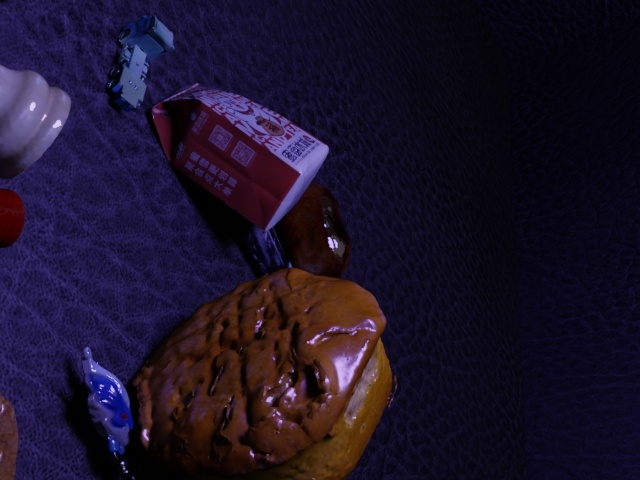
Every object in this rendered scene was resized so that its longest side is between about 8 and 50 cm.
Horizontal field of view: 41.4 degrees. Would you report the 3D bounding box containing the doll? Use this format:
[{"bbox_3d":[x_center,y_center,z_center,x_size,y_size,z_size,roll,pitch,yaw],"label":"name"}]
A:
[{"bbox_3d":[-0.294,0.239,1.165,0.096,0.070,0.195,-123,-164,-81],"label":"doll"}]

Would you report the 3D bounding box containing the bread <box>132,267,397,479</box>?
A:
[{"bbox_3d":[-0.084,0.213,1.255,0.398,0.398,0.215,-71,145,-47],"label":"bread"}]

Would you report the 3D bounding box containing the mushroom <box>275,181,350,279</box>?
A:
[{"bbox_3d":[0.000,0.000,1.779,0.217,0.148,0.227,33,47,-73],"label":"mushroom"}]

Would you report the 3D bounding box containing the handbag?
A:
[{"bbox_3d":[-0.154,-0.171,1.512,0.298,0.151,0.171,35,29,2],"label":"handbag"}]

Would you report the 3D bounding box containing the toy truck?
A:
[{"bbox_3d":[-0.299,-0.296,1.411,0.067,0.081,0.175,43,41,-42],"label":"toy truck"}]

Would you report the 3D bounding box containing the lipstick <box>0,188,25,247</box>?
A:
[{"bbox_3d":[-0.460,-0.036,0.986,0.241,0.080,0.080,8,69,-59],"label":"lipstick"}]

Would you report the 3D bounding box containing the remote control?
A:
[{"bbox_3d":[-0.103,0.008,1.626,0.266,0.066,0.090,62,31,-21],"label":"remote control"}]

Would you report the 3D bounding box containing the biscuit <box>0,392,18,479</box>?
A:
[{"bbox_3d":[-0.468,0.209,0.867,0.344,0.057,0.287,-2,78,-61],"label":"biscuit"}]

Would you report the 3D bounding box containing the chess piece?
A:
[{"bbox_3d":[-0.453,-0.200,1.038,0.251,0.144,0.144,39,43,-38],"label":"chess piece"}]
